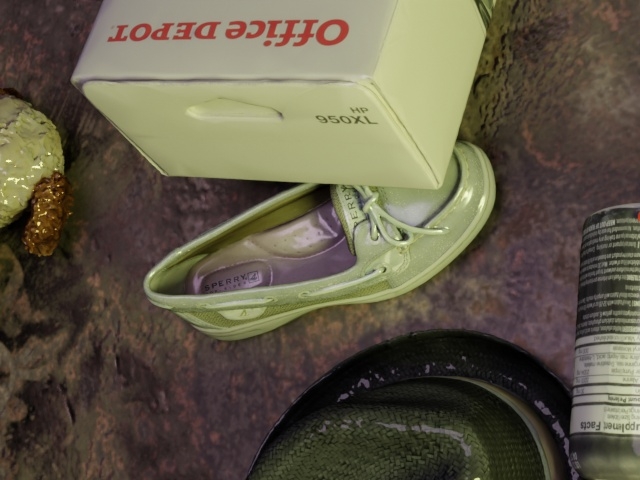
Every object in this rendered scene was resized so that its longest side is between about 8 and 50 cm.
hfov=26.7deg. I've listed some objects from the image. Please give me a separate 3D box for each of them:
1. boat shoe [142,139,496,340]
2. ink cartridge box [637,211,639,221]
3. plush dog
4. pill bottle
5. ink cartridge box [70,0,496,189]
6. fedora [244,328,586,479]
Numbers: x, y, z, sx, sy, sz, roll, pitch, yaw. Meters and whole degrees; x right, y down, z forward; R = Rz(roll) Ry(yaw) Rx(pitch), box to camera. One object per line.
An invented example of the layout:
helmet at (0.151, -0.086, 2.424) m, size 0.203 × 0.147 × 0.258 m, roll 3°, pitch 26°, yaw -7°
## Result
boat shoe at (-0.002, -0.002, 1.173) m, size 0.320 × 0.103 × 0.118 m, roll -21°, pitch 68°, yaw 22°
ink cartridge box at (0.348, -0.060, 0.888) m, size 0.232 × 0.066 × 0.189 m, roll 23°, pitch 85°, yaw 23°
plush dog at (-0.370, -0.066, 1.367) m, size 0.225 × 0.210 × 0.262 m, roll -26°, pitch 64°, yaw -8°
pill bottle at (0.250, 0.104, 0.988) m, size 0.130 × 0.130 × 0.245 m, roll -1°, pitch 77°, yaw 29°
ink cartridge box at (0.000, -0.252, 1.152) m, size 0.285 × 0.166 × 0.395 m, roll 4°, pitch 63°, yaw 30°
fedora at (0.050, 0.213, 1.057) m, size 0.334 × 0.152 × 0.334 m, roll -8°, pitch 74°, yaw 28°
